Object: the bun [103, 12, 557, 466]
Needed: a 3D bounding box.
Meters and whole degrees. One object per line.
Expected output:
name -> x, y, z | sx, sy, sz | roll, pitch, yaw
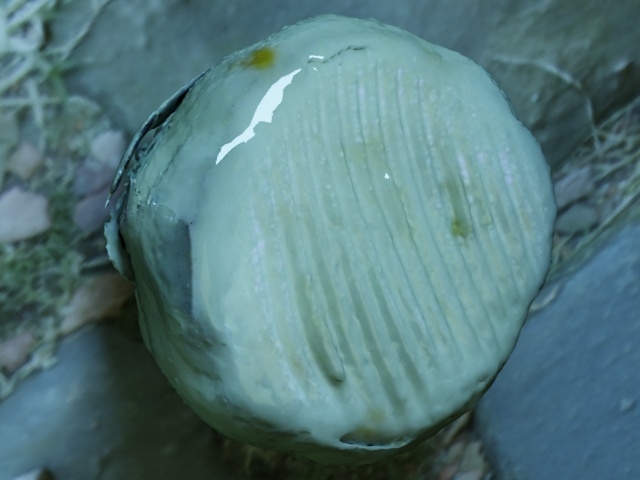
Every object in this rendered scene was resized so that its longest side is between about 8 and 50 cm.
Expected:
bun -> 0.000, 0.000, 1.049 | 0.239, 0.141, 0.239 | 0, 90, -25
